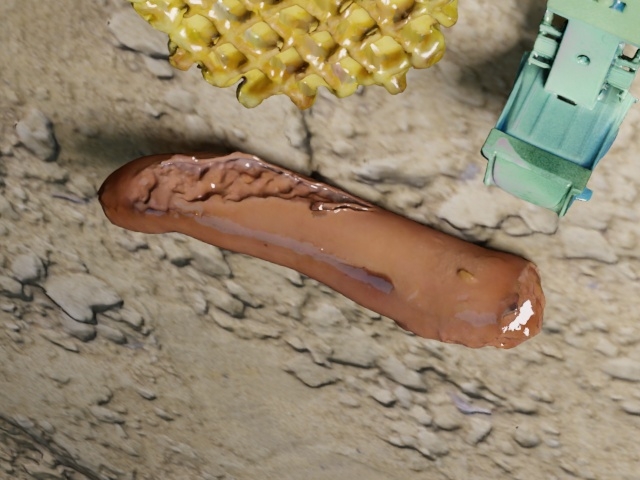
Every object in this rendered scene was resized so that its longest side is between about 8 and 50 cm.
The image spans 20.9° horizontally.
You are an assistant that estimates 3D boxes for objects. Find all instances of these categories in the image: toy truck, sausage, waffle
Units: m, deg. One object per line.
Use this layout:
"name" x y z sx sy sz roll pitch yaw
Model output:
"toy truck" 0.129 -0.084 0.864 0.067 0.081 0.175 24 148 7
"sausage" 0.000 0.000 1.105 0.304 0.078 0.078 20 147 15
"waffle" -0.014 -0.136 0.900 0.191 0.038 0.191 2 144 1
